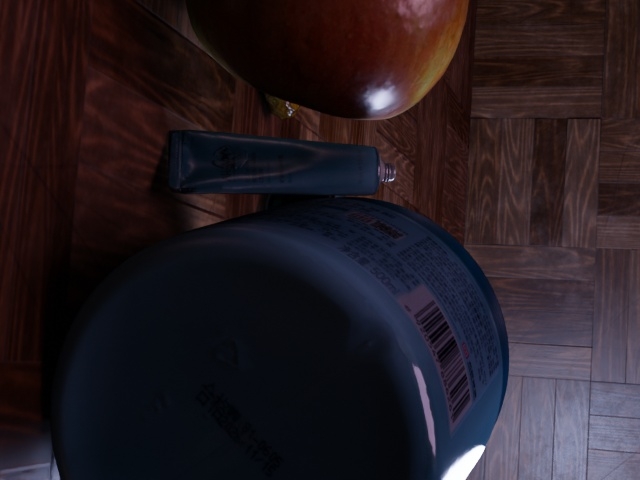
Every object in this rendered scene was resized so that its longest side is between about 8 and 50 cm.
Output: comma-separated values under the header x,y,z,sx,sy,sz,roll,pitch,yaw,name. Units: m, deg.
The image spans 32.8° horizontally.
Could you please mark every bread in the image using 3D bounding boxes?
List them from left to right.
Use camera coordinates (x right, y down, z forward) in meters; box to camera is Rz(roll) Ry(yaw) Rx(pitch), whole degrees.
x,y,z,sx,sy,sz,roll,pitch,yaw,name
-0.054,-0.212,1.302,0.157,0.044,0.052,75,27,-44,bread

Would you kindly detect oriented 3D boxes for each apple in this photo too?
x,y,z,sx,sy,sz,roll,pitch,yaw,name
0.015,-0.269,1.080,0.301,0.302,0.301,2,90,-73,apple

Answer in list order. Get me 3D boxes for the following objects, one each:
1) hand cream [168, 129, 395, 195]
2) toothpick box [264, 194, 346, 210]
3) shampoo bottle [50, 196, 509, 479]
x,y,z,sx,sy,sz,roll,pitch,yaw,name
-0.037,-0.074,1.070,0.048,0.224,0.083,104,-16,-51,hand cream
0.000,0.000,1.382,0.184,0.120,0.120,66,30,-50,toothpick box
-0.017,0.132,0.973,0.343,0.331,0.331,-18,109,-72,shampoo bottle
